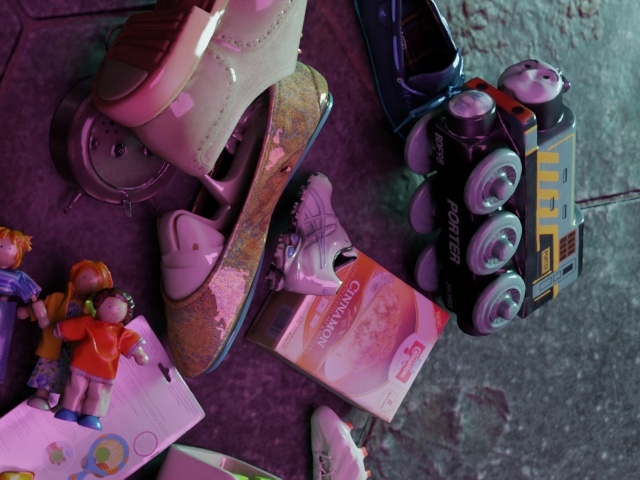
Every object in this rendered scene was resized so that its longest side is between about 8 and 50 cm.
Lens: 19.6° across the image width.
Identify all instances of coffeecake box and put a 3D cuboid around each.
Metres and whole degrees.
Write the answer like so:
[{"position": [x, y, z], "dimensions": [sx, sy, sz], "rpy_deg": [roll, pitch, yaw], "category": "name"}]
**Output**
[{"position": [0.032, 0.094, 2.044], "dimensions": [0.185, 0.068, 0.142], "rpy_deg": [35, 81, -33], "category": "coffeecake box"}]

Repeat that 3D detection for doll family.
[{"position": [-0.294, 0.075, 1.813], "dimensions": [0.263, 0.118, 0.163], "rpy_deg": [15, 88, -5], "category": "doll family"}]

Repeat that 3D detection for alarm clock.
[{"position": [-0.200, -0.120, 1.856], "dimensions": [0.129, 0.064, 0.192], "rpy_deg": [-3, 100, -31], "category": "alarm clock"}]

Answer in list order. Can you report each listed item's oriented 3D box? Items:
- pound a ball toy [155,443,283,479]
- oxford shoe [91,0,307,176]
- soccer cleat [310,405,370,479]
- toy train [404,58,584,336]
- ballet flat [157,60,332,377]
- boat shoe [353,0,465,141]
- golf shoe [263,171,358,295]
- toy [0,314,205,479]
[{"position": [-0.139, 0.389, 1.989], "dimensions": [0.208, 0.136, 0.319], "rpy_deg": [21, 90, -59], "category": "pound a ball toy"}, {"position": [-0.072, -0.243, 1.853], "dimensions": [0.146, 0.140, 0.397], "rpy_deg": [46, 70, -33], "category": "oxford shoe"}, {"position": [0.017, 0.278, 2.081], "dimensions": [0.076, 0.068, 0.196], "rpy_deg": [-26, 116, -22], "category": "soccer cleat"}, {"position": [0.200, -0.045, 2.040], "dimensions": [0.190, 0.142, 0.334], "rpy_deg": [-32, 137, -26], "category": "toy train"}, {"position": [-0.102, -0.036, 1.904], "dimensions": [0.123, 0.123, 0.348], "rpy_deg": [30, 79, -33], "category": "ballet flat"}, {"position": [0.107, -0.185, 2.014], "dimensions": [0.109, 0.089, 0.258], "rpy_deg": [-41, 119, -18], "category": "boat shoe"}, {"position": [0.000, 0.000, 1.954], "dimensions": [0.086, 0.176, 0.069], "rpy_deg": [19, 133, 0], "category": "golf shoe"}, {"position": [-0.251, 0.194, 1.895], "dimensions": [0.237, 0.056, 0.137], "rpy_deg": [-38, 115, -19], "category": "toy"}]
